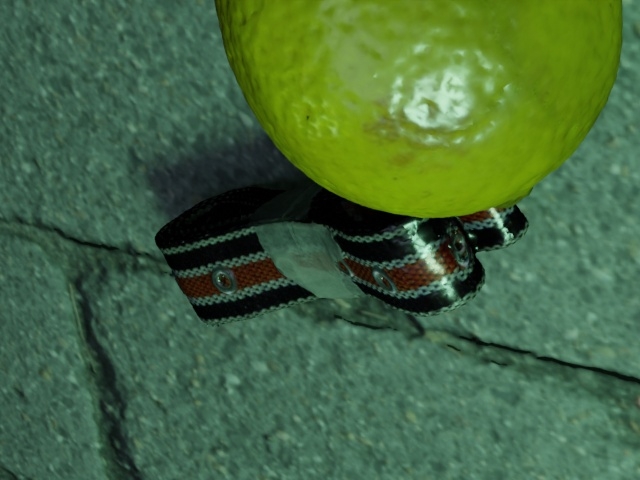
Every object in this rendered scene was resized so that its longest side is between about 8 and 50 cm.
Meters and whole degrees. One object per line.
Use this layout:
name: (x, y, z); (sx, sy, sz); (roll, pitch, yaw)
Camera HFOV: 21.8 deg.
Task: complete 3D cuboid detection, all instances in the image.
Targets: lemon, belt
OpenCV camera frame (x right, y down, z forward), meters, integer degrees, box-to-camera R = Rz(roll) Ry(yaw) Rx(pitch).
lemon: (0.059, -0.146, 1.029); (0.267, 0.267, 0.267); (22, 130, 28)
belt: (0.000, 0.000, 1.266); (0.359, 0.126, 0.094); (-12, 122, 49)
